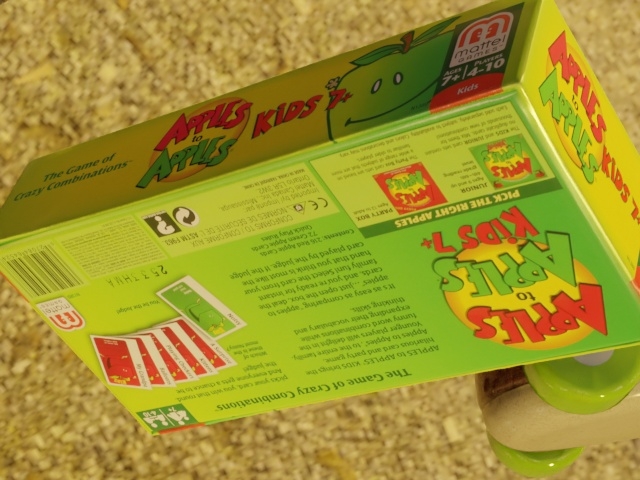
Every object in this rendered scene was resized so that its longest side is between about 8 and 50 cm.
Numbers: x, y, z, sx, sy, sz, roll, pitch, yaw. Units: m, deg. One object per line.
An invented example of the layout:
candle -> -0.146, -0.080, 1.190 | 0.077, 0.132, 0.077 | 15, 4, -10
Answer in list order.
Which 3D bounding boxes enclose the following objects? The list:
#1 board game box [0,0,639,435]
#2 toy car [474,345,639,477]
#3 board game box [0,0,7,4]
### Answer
board game box -> 0.000, 0.000, 0.408 | 0.092, 0.181, 0.043 | 53, 39, -31
toy car -> 0.134, 0.001, 0.678 | 0.149, 0.155, 0.188 | -10, 69, -5
board game box -> -0.115, -0.163, 0.466 | 0.042, 0.243, 0.165 | 43, 54, 10
